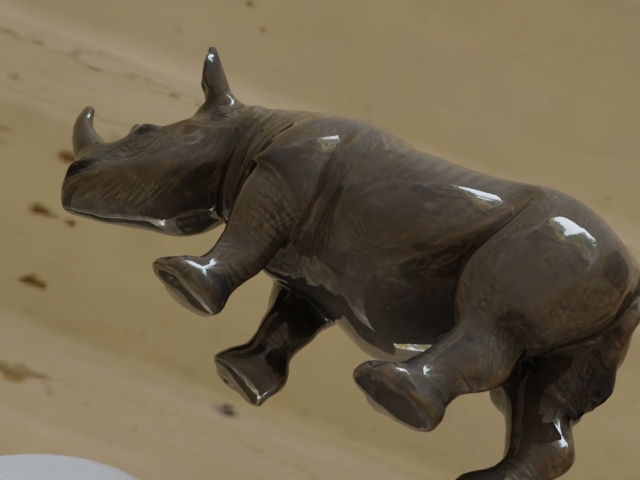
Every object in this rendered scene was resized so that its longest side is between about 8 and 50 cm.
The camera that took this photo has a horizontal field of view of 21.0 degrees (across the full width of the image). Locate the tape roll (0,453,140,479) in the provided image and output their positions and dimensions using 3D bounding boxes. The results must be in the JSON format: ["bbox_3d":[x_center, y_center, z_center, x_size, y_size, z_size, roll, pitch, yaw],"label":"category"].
[{"bbox_3d":[-0.078,0.206,0.481,0.169,0.246,0.246,35,-76,37],"label":"tape roll"}]

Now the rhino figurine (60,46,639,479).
[{"bbox_3d":[0.000,0.000,0.582,0.243,0.073,0.106,27,-121,35],"label":"rhino figurine"}]
